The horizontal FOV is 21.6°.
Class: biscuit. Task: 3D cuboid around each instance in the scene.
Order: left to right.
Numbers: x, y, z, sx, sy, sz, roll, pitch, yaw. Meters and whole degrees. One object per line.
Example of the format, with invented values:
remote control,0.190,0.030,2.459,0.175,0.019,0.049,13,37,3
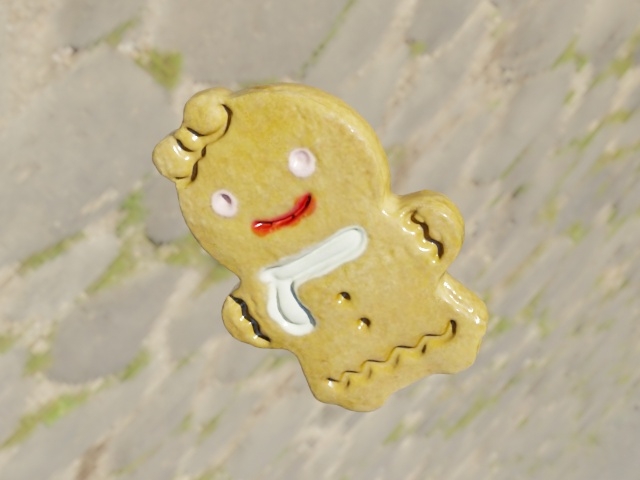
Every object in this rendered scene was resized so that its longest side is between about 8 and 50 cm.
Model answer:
biscuit,-0.001,0.001,1.090,0.184,0.249,0.035,-25,-163,25
